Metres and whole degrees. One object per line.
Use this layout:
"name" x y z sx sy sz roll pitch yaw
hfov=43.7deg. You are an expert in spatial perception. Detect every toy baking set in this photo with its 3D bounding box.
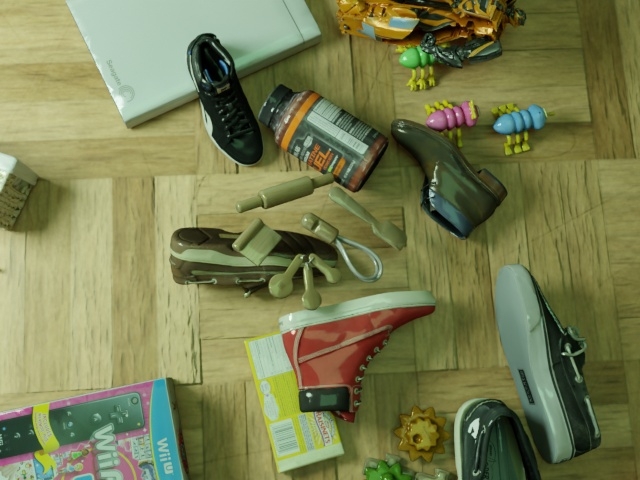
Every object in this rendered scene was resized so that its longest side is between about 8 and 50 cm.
"toy baking set" -0.004 -0.006 1.197 0.256 0.030 0.196 -24 83 -23

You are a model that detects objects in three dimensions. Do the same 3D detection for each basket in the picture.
"basket" -0.537 -0.090 1.209 0.167 0.113 0.103 18 80 1

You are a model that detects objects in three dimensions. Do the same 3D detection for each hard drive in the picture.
"hard drive" -0.207 -0.361 1.316 0.353 0.047 0.233 -26 82 -8

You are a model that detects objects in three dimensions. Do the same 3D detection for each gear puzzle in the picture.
"gear puzzle" 0.131 0.414 1.183 0.175 0.044 0.339 17 78 0

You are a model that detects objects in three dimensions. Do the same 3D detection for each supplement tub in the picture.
"supplement tub" 0.002 -0.167 1.261 0.198 0.106 0.106 32 79 4

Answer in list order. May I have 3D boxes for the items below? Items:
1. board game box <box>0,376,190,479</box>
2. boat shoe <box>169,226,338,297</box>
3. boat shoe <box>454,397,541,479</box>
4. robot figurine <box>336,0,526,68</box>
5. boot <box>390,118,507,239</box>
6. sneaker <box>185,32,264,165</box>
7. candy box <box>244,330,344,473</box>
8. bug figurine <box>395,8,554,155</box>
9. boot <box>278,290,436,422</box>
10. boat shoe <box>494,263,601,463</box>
"board game box" -0.347 0.335 1.146 0.303 0.097 0.224 -11 80 -7
"boat shoe" -0.104 0.039 1.234 0.257 0.095 0.095 6 115 -10
"boat shoe" 0.273 0.400 1.153 0.127 0.113 0.340 2 78 -16
"robot figurine" 0.182 -0.380 1.273 0.291 0.085 0.211 14 67 23
"boot" 0.183 -0.098 1.270 0.219 0.082 0.106 36 76 2
"sneaker" -0.149 -0.211 1.226 0.079 0.121 0.217 -27 101 -7
"candy box" -0.041 0.238 1.216 0.105 0.027 0.206 -14 80 -10
"bug figurine" 0.251 -0.268 1.312 0.216 0.072 0.279 -19 81 -7
"boot" 0.073 0.174 1.201 0.244 0.088 0.176 -13 80 -12
"boat shoe" 0.353 0.178 1.211 0.105 0.113 0.306 -14 83 -13
